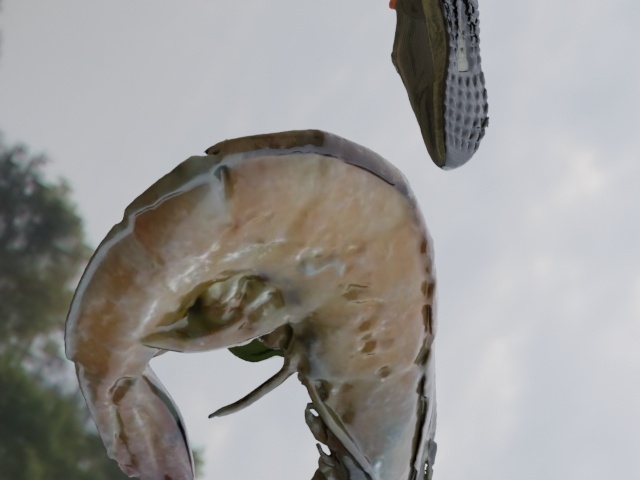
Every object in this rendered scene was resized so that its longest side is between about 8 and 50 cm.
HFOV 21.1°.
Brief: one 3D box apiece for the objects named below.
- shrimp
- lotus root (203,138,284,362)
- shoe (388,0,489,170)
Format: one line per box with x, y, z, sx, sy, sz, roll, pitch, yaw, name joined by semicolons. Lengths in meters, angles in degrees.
-0.016;0.063;0.678;0.144;0.251;0.052;-17;-147;-5;shrimp
0.000;0.000;1.392;0.186;0.186;0.186;-54;-164;23;lotus root
0.103;-0.153;1.576;0.077;0.074;0.194;-13;-108;37;shoe
